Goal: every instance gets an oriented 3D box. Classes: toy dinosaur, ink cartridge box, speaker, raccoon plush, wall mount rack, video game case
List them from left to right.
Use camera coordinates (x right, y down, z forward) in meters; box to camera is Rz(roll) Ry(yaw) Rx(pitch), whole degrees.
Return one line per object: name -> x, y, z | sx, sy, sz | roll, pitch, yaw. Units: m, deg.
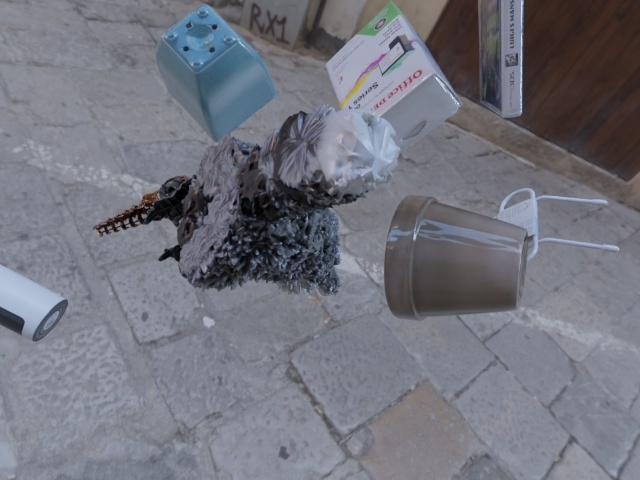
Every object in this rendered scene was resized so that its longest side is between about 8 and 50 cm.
speaker -> -0.356, 0.054, 0.442 | 0.136, 0.055, 0.055 | 32, 38, -9
toy dinosaur -> -0.241, -0.059, 0.764 | 0.164, 0.322, 0.218 | 54, 3, -34
raccoon plush -> 0.000, 0.000, 0.568 | 0.299, 0.216, 0.446 | 18, -5, -36
ink cartridge box -> 0.144, -0.338, 0.876 | 0.117, 0.201, 0.278 | 25, 40, -43
video game case -> 0.194, -0.235, 0.449 | 0.022, 0.173, 0.190 | -4, 21, 16
wall mount rack -> 0.638, -0.028, 1.163 | 0.130, 0.304, 0.350 | 45, 44, -18

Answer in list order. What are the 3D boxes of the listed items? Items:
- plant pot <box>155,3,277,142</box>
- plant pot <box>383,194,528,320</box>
plant pot -> -0.300, -0.478, 1.121 | 0.247, 0.252, 0.248 | -42, 83, -7
plant pot -> 0.343, 0.057, 0.997 | 0.280, 0.323, 0.323 | 7, 28, 31
